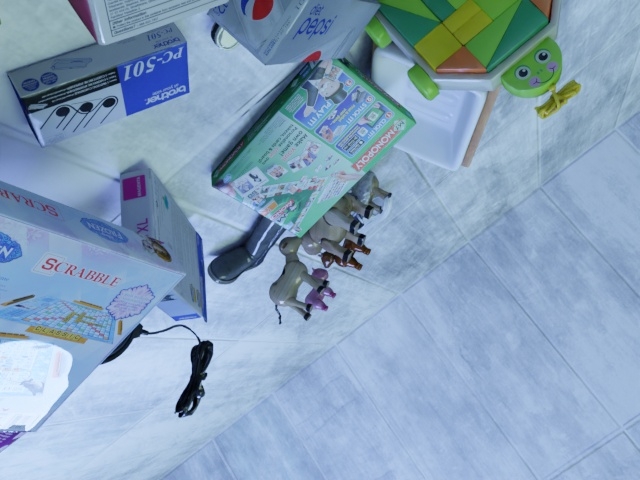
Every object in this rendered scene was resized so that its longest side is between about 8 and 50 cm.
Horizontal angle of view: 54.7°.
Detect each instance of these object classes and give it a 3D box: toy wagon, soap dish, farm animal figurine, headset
[{"bbox_3d":[0.228,-0.317,0.866,0.267,0.344,0.068,-39,158,10],"label":"toy wagon"},{"bbox_3d":[0.205,-0.269,1.139,0.118,0.229,0.291,-60,168,-20],"label":"soap dish"},{"bbox_3d":[0.000,0.000,1.483,0.330,0.172,0.326,-36,151,-54],"label":"farm animal figurine"},{"bbox_3d":[-0.362,0.150,0.968,0.394,0.185,0.243,17,169,-17],"label":"headset"}]

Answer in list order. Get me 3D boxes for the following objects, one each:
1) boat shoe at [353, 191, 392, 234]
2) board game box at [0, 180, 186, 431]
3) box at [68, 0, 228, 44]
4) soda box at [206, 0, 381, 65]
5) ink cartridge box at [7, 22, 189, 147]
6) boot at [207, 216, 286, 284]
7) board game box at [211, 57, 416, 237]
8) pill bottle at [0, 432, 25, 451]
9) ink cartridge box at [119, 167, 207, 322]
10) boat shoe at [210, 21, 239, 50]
[{"bbox_3d":[0.124,-0.067,1.703,0.063,0.066,0.184,-14,161,-48],"label":"boat shoe"},{"bbox_3d":[-0.368,0.091,0.700,0.318,0.066,0.319,-45,149,9],"label":"board game box"},{"bbox_3d":[-0.172,-0.316,0.540,0.149,0.127,0.232,-28,159,-21],"label":"box"},{"bbox_3d":[-0.019,-0.287,0.770,0.098,0.091,0.286,-50,177,26],"label":"soda box"},{"bbox_3d":[-0.268,-0.197,0.776,0.207,0.046,0.097,-28,160,-21],"label":"ink cartridge box"},{"bbox_3d":[-0.143,-0.001,1.386,0.208,0.076,0.190,-43,174,39],"label":"boot"},{"bbox_3d":[-0.016,-0.163,1.105,0.213,0.046,0.317,31,117,-32],"label":"board game box"},{"bbox_3d":[-0.626,0.314,1.174,0.301,0.169,0.169,-37,160,6],"label":"pill bottle"},{"bbox_3d":[-0.265,0.028,1.084,0.065,0.185,0.311,-11,159,3],"label":"ink cartridge box"},{"bbox_3d":[-0.097,-0.306,0.819,0.125,0.038,0.046,-49,134,6],"label":"boat shoe"}]
